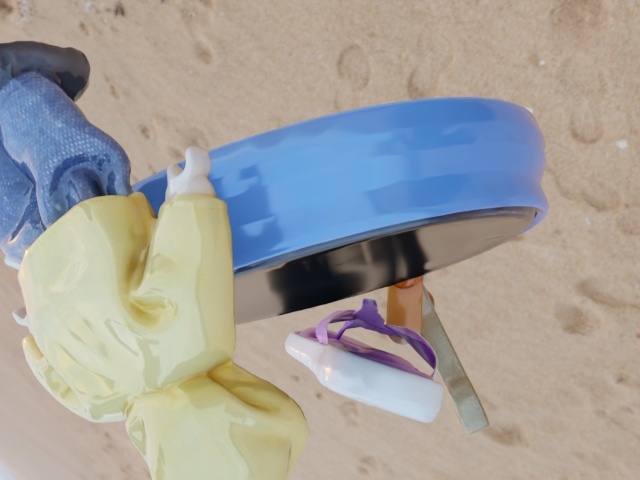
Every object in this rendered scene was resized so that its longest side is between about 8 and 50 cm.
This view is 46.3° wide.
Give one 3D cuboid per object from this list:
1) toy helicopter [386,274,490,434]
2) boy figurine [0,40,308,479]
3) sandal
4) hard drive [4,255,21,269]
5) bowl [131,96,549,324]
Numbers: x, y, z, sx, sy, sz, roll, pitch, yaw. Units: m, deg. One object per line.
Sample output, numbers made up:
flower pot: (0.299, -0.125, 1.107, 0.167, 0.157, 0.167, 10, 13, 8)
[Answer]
toy helicopter: (0.139, 0.090, 1.017, 0.235, 0.140, 0.355, 66, 179, -71)
boy figurine: (-0.101, 0.024, 0.405, 0.177, 0.092, 0.285, -43, 79, 30)
sandal: (0.063, 0.124, 0.865, 0.169, 0.102, 0.416, 22, 176, -8)
hard drive: (-0.302, 0.085, 1.161, 0.307, 0.040, 0.203, 16, 166, 13)
bowl: (0.000, 0.000, 0.623, 0.391, 0.391, 0.077, -32, 71, 57)
